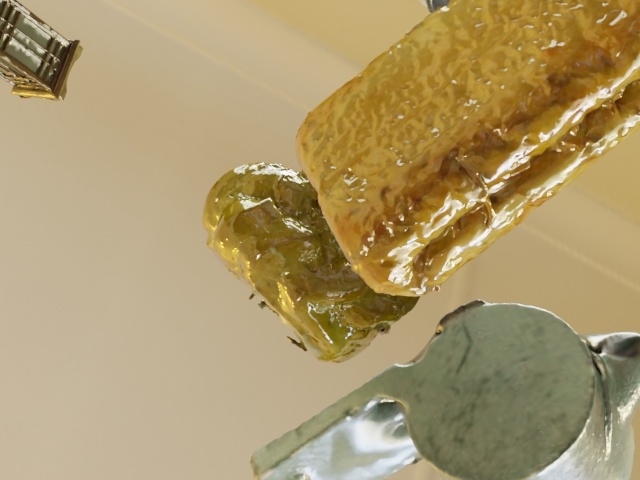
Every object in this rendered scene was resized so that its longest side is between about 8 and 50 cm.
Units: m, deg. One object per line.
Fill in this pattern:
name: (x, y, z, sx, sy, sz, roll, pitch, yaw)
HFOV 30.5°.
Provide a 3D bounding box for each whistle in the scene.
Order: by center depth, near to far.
whistle: (0.129, 0.182, 1.171, 0.168, 0.404, 0.188, 51, -138, -49)

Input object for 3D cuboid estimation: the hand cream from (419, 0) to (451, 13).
hand cream: (0.123, -0.347, 1.358, 0.059, 0.095, 0.276, 30, -148, -28)

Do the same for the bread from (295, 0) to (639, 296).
bread: (0.088, -0.068, 0.557, 0.083, 0.211, 0.114, 34, -156, -43)

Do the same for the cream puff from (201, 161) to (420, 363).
cream puff: (0.000, -0.001, 1.125, 0.221, 0.195, 0.195, 42, -129, 2)

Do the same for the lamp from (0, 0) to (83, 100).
lamp: (-0.429, -0.278, 1.416, 0.325, 0.090, 0.089, 37, -114, -54)
